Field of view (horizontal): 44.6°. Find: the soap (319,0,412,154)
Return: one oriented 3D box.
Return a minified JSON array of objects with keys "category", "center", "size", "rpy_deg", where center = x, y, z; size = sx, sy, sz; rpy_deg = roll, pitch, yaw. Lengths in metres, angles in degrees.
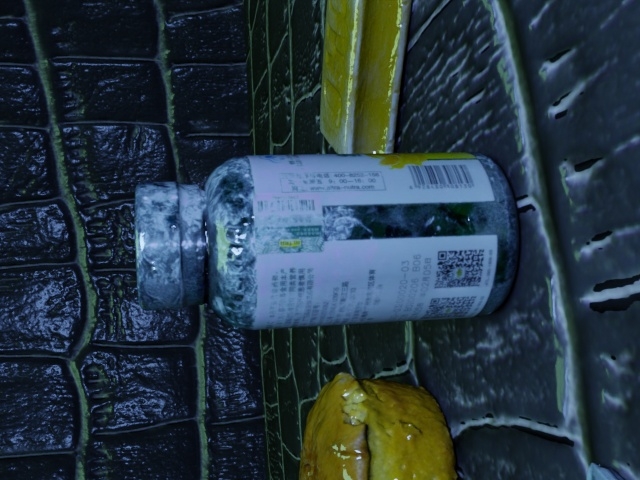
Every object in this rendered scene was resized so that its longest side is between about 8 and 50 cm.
[{"category":"soap","center":[0.050,-0.223,0.915],"size":[0.140,0.073,0.231],"rpy_deg":[-121,31,-59]}]

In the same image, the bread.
[{"category":"bread","center":[0.051,0.266,0.837],"size":[0.268,0.146,0.268],"rpy_deg":[-178,90,-79]}]

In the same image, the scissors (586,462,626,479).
[{"category":"scissors","center":[0.192,0.192,0.328],"size":[0.360,0.030,0.191],"rpy_deg":[-104,33,-75]}]

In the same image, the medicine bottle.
[{"category":"medicine bottle","center":[0.000,0.000,0.634],"size":[0.141,0.294,0.141],"rpy_deg":[177,90,-79]}]
